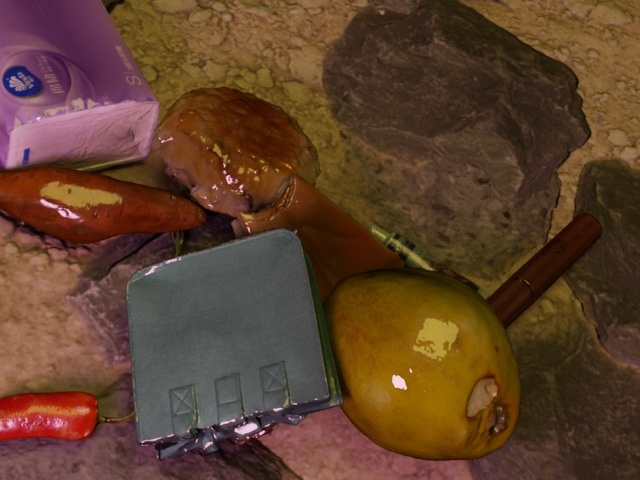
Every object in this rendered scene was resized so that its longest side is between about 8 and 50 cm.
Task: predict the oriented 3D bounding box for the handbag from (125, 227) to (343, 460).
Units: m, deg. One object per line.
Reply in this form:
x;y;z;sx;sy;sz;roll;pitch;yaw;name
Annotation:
-0.121;0.140;1.673;0.268;0.100;0.274;-18;59;6;handbag

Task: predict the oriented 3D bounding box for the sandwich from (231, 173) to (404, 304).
0.000;0.000;1.840;0.245;0.063;0.212;-24;98;-33;sandwich

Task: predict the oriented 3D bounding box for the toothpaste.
0.165;0.041;1.958;0.216;0.037;0.062;34;49;3;toothpaste

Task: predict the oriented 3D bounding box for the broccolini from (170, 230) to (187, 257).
-0.207;0.004;1.864;0.035;0.030;0.140;33;41;-43;broccolini

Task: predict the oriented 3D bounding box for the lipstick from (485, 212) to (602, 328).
0.341;0.059;1.992;0.057;0.057;0.356;41;51;15;lipstick

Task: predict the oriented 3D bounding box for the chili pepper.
-0.366;0.228;1.595;0.272;0.063;0.071;-3;41;-18;chili pepper

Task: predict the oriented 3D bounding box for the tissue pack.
-0.425;-0.267;1.915;0.242;0.160;0.338;-15;59;-30;tissue pack

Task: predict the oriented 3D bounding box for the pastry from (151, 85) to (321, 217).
-0.128;-0.133;1.928;0.257;0.121;0.236;37;35;11;pastry

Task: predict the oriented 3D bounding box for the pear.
0.133;0.164;1.705;0.269;0.269;0.321;-28;51;-35;pear

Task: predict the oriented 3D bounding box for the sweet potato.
-0.343;-0.048;1.797;0.359;0.112;0.112;10;49;-5;sweet potato
